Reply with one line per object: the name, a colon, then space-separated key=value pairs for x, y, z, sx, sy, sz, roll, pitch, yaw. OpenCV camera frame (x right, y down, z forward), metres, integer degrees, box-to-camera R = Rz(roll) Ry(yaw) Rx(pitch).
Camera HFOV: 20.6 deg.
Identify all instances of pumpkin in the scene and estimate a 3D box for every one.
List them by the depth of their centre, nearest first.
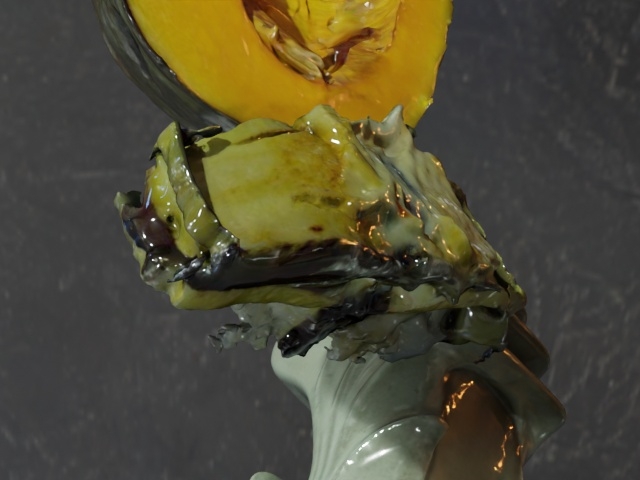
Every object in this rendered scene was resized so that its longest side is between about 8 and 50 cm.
pumpkin: x=-0.028 y=-0.104 z=1.152 sx=0.312 sy=0.148 sz=0.169 roll=-9 pitch=73 yaw=-41

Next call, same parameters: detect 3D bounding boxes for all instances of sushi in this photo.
sushi: x=0.005 y=-0.004 z=1.035 sx=0.291 sy=0.131 sz=0.139 roll=7 pitch=46 yaw=-42

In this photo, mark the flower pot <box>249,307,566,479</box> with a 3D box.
flower pot: x=0.046 y=0.173 z=1.341 sx=0.164 sy=0.254 sz=0.367 roll=42 pitch=48 yaw=-27
